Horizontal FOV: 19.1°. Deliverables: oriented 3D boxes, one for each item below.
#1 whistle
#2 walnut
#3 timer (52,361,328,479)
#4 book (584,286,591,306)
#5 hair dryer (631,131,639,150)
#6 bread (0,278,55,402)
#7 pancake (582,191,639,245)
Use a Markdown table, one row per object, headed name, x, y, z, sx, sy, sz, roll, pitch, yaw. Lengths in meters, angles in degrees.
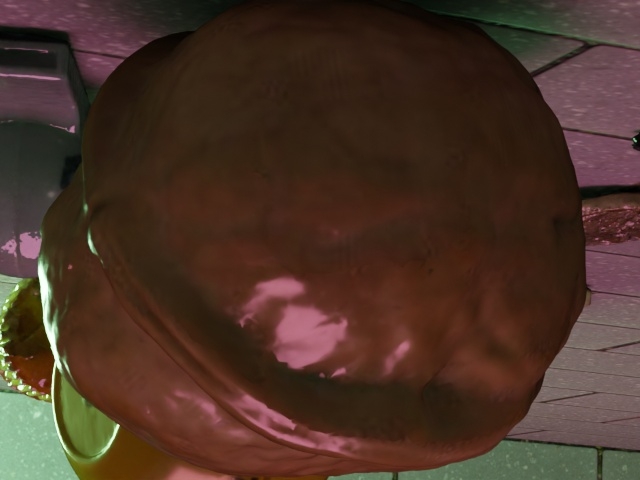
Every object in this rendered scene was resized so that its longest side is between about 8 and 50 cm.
| name | x | y | z | sx | sy | sz | roll | pitch | yaw |
| --- | --- | --- | --- | --- | --- | --- | --- | --- | --- |
| whistle | -0.235 | -0.052 | 1.497 | 0.163 | 0.163 | 0.289 | 3 | 169 | 0 |
| walnut | 0.000 | 0.000 | 1.274 | 0.381 | 0.381 | 0.381 | 3 | 169 | 1 |
| timer | -0.097 | 0.170 | 2.140 | 0.387 | 0.376 | 0.376 | 7 | 169 | -36 |
| book | 0.118 | 0.078 | 2.357 | 0.260 | 0.043 | 0.371 | 9 | 167 | -32 |
| hair dryer | 0.331 | -0.077 | 1.484 | 0.219 | 0.075 | 0.195 | 4 | 162 | 40 |
| bread | -0.281 | 0.127 | 2.379 | 0.250 | 0.179 | 0.133 | 16 | 174 | -15 |
| pancake | 0.283 | -0.020 | 1.818 | 0.152 | 0.025 | 0.151 | -4 | 168 | -1 |
